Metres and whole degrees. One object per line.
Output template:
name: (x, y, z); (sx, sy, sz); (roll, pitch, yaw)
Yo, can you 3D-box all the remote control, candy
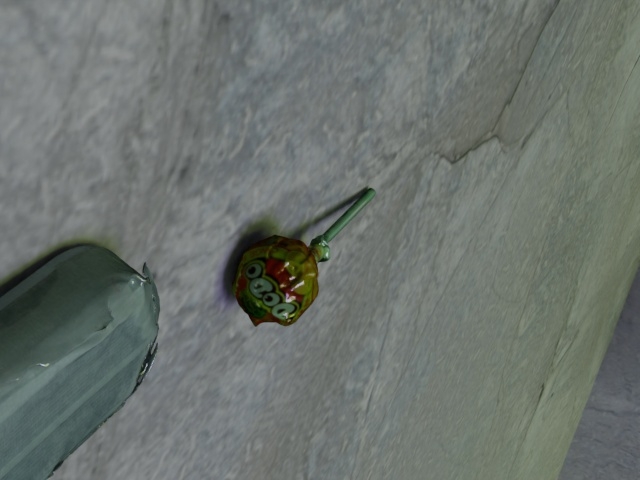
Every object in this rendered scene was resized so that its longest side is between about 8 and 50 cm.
remote control: (-0.161, 0.090, 0.526); (0.247, 0.052, 0.104); (-44, 151, -45)
candy: (0.000, 0.000, 0.792); (0.201, 0.060, 0.060); (-42, 148, -56)
